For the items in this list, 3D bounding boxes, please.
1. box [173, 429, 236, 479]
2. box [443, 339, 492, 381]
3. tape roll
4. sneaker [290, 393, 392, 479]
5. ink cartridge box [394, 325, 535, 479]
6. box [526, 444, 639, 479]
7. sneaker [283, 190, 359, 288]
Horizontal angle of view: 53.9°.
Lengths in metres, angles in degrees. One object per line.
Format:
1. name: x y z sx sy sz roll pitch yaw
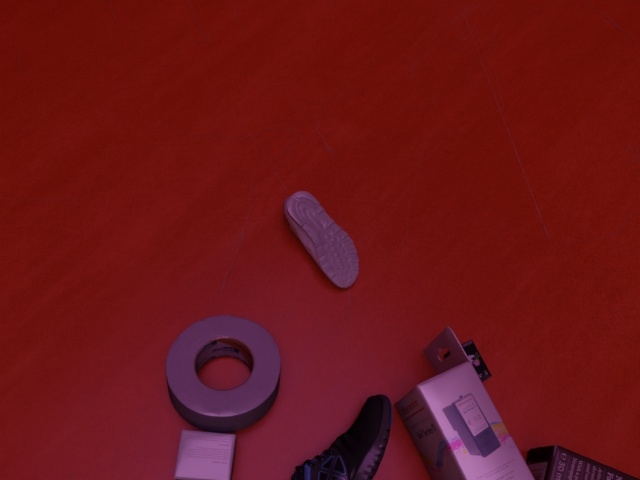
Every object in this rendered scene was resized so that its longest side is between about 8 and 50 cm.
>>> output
1. box: -0.210 0.404 1.165 0.101 0.102 0.087 6 64 -3
2. box: 0.302 0.257 1.292 0.052 0.062 0.083 -20 69 -14
3. tape roll: -0.186 0.254 1.216 0.219 0.072 0.219 4 50 -5
4. sneaker: 0.026 0.426 1.165 0.140 0.125 0.341 25 65 11
5. ink cartridge box: 0.250 0.359 1.166 0.119 0.207 0.353 -21 69 -14
6. box: 0.562 0.543 1.153 0.381 0.143 0.191 22 67 3
7. sneaker: 0.000 0.000 1.371 0.090 0.095 0.235 -32 93 -21
